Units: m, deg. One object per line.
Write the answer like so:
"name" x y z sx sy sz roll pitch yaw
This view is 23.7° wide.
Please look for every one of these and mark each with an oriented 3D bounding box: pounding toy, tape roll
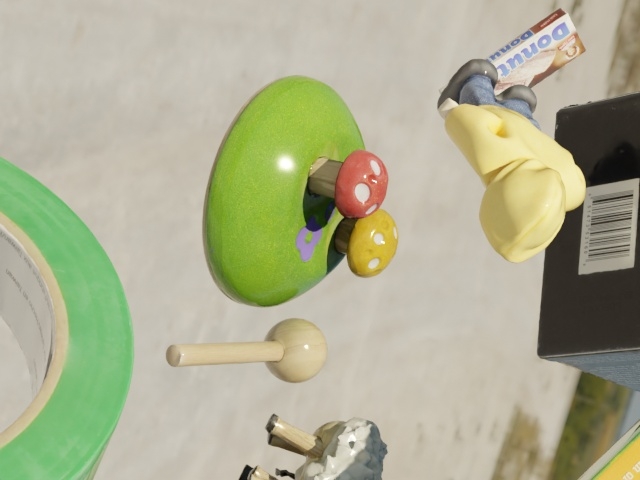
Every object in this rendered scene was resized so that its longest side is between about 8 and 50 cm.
"pounding toy" 0.000 0.000 1.151 0.183 0.110 0.236 12 94 -60
"tape roll" -0.276 0.063 0.905 0.321 0.321 0.077 -60 177 -46

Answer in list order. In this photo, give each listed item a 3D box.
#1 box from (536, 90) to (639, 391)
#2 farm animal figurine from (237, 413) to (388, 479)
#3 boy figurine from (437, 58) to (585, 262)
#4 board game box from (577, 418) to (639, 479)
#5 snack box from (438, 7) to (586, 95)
"box" 0.412 0.017 1.712 0.294 0.183 0.296 21 69 -41
"farm animal figurine" -0.035 0.328 1.167 0.330 0.172 0.326 115 -1 -60
"boy figurine" 0.197 -0.075 1.525 0.092 0.177 0.285 -50 -155 24
"board game box" 0.204 0.135 0.965 0.259 0.039 0.124 -44 170 -14
"snack box" 0.233 -0.206 1.846 0.064 0.178 0.022 54 3 -37
